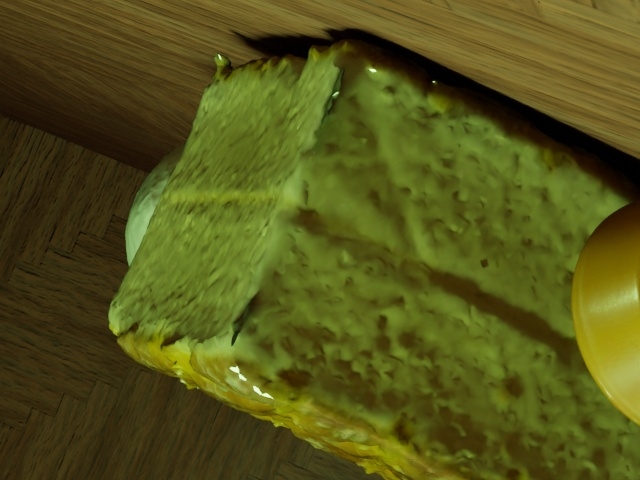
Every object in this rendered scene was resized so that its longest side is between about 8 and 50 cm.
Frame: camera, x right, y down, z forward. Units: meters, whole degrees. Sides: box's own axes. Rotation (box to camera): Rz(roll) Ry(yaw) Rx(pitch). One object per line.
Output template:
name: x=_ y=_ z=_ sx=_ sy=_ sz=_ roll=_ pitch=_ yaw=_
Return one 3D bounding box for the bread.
bread: x=0.052 y=0.034 z=1.120 sx=0.279 sy=0.207 sz=0.279 roll=26 pitch=170 yaw=-21

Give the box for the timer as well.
timer: x=0.217 y=0.022 z=0.942 sx=0.132 sy=0.132 sz=0.152 roll=23 pitch=156 yaw=-17

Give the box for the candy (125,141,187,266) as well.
candy: x=0.000 y=0.000 z=1.379 sx=0.295 sy=0.185 sz=0.295 roll=7 pitch=-169 yaw=-1
